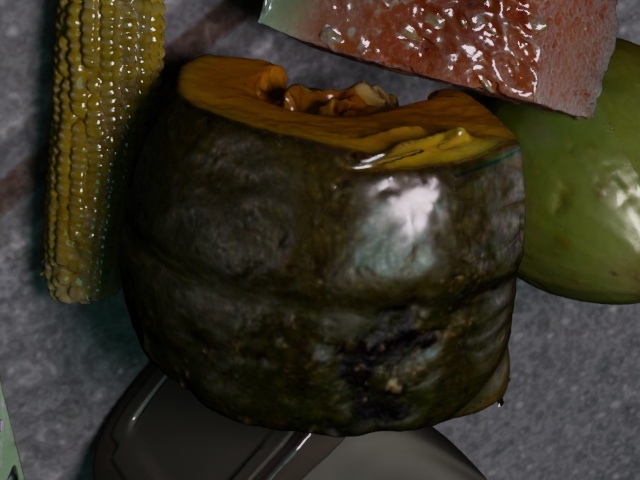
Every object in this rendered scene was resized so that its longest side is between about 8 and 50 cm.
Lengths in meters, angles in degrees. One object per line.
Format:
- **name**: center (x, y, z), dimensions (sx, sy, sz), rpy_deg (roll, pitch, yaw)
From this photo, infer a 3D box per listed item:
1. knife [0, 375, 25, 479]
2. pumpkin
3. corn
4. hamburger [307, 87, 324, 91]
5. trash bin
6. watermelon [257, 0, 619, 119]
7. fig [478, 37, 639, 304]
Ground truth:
- **knife**: center (-0.278, 0.096, 1.460), dimensions (0.043, 0.020, 0.293), rpy_deg (-18, 116, -16)
- **pumpkin**: center (0.000, 0.000, 1.340), dimensions (0.303, 0.256, 0.225), rpy_deg (6, 113, 11)
- **corn**: center (-0.166, -0.088, 1.400), dimensions (0.086, 0.086, 0.288), rpy_deg (1, 110, -21)
- **hamburger**: center (-0.016, -0.081, 1.479), dimensions (0.076, 0.044, 0.083), rpy_deg (0, 112, -19)
- **trash bin**: center (-0.011, 0.197, 1.500), dimensions (0.250, 0.220, 0.219), rpy_deg (35, 97, -35)
- **watermelon**: center (0.109, -0.187, 1.377), dimensions (0.257, 0.140, 0.193), rpy_deg (30, 96, 7)
- **fig**: center (0.211, -0.045, 1.478), dimensions (0.207, 0.230, 0.207), rpy_deg (3, 149, 2)
